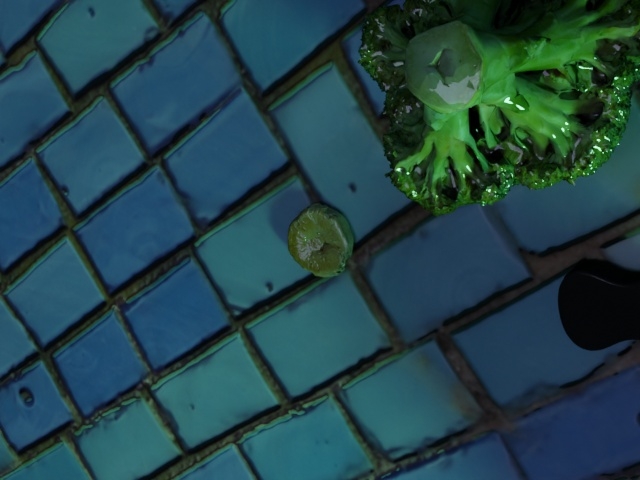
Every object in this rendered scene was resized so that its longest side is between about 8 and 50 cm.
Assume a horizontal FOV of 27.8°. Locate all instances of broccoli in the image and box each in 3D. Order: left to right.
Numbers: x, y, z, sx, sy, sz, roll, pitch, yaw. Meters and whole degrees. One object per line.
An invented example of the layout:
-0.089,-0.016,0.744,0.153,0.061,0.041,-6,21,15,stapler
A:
0.138,-0.139,1.102,0.254,0.269,0.269,25,121,19,broccoli

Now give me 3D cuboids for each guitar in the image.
0.346,0.059,1.179,0.271,0.038,0.083,-2,108,36,guitar

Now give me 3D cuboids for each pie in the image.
0.000,0.000,1.408,0.084,0.020,0.084,12,113,29,pie
